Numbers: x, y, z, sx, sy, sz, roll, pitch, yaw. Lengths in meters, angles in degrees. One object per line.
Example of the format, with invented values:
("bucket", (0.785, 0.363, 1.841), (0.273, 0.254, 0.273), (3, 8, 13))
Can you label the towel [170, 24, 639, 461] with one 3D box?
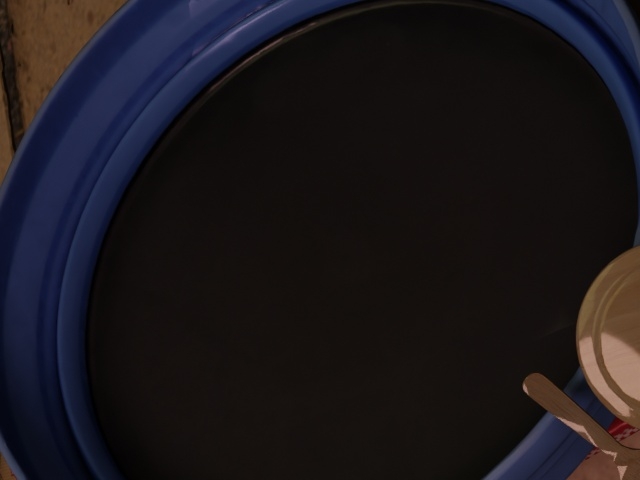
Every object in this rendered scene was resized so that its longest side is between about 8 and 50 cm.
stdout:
("towel", (0.042, 0.029, 1.028), (0.199, 0.031, 0.275), (-32, 58, 13))

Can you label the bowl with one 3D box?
("bowl", (0.000, 0.000, 0.986), (0.391, 0.077, 0.391), (-14, 58, 24))

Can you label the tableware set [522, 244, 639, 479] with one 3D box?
("tableware set", (0.196, 0.075, 0.824), (0.194, 0.039, 0.128), (42, 99, 4))

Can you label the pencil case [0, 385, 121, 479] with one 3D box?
("pencil case", (-0.049, 0.210, 1.051), (0.167, 0.160, 0.386), (-48, 50, 19))
